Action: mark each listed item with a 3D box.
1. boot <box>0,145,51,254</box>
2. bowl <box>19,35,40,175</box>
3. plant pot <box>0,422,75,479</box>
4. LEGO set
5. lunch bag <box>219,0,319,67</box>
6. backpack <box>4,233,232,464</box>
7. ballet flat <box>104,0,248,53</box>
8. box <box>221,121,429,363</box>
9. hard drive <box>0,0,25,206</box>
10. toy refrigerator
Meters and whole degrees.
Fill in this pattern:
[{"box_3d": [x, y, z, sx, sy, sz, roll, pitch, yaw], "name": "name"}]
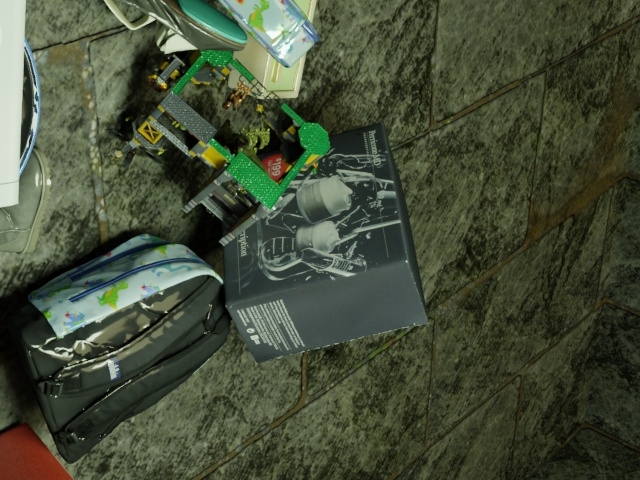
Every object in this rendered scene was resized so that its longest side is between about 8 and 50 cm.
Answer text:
[{"box_3d": [-0.500, -0.043, 1.621, 0.208, 0.076, 0.190, -5, 114, -45], "name": "boot"}, {"box_3d": [-0.531, -0.166, 1.409, 0.391, 0.077, 0.391, -21, 123, -36], "name": "bowl"}, {"box_3d": [-0.519, 0.490, 1.766, 0.235, 0.267, 0.268, -13, 121, -35], "name": "plant pot"}, {"box_3d": [-0.170, -0.156, 1.856, 0.331, 0.192, 0.255, 35, 54, -16], "name": "LEGO set"}, {"box_3d": [-0.106, -0.382, 1.788, 0.090, 0.176, 0.219, -44, 110, 2], "name": "lunch bag"}, {"box_3d": [-0.316, 0.145, 1.842, 0.355, 0.273, 0.290, -24, 129, -16], "name": "backpack"}, {"box_3d": [-0.242, -0.351, 1.717, 0.280, 0.095, 0.096, 31, 118, -34], "name": "ballet flat"}, {"box_3d": [0.000, 0.000, 1.963, 0.179, 0.312, 0.343, 69, 10, -47], "name": "box"}, {"box_3d": [-0.471, -0.200, 1.358, 0.233, 0.047, 0.353, -11, 117, -41], "name": "hard drive"}, {"box_3d": [-0.073, -0.386, 1.949, 0.102, 0.094, 0.270, -10, 119, -51], "name": "toy refrigerator"}]
